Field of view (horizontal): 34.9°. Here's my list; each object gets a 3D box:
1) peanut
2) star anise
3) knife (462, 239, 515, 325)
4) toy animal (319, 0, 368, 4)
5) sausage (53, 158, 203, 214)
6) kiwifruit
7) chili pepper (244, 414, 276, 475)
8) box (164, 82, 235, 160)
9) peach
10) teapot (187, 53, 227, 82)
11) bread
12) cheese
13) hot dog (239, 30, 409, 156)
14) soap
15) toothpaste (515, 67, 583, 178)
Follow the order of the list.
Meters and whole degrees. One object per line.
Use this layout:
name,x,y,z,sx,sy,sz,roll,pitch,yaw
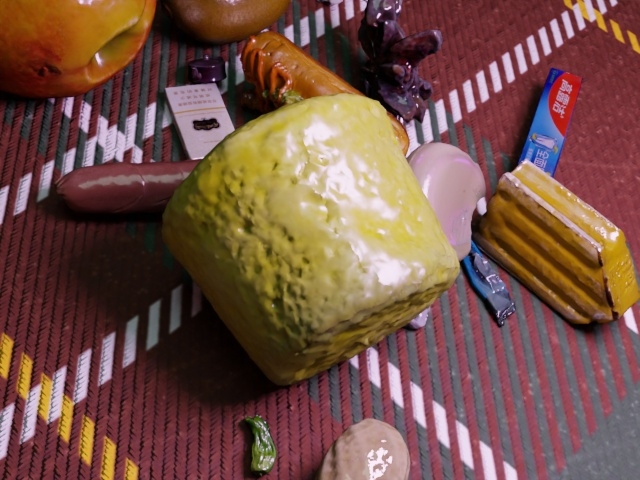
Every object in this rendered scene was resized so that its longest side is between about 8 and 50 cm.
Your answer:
peanut,0.048,0.339,1.229,0.124,0.123,0.256,10,55,-5
star anise,0.125,-0.299,1.710,0.129,0.212,0.282,-16,48,-8
knife,0.221,0.009,1.586,0.044,0.026,0.296,-23,59,-14
toy animal,0.048,-0.491,1.922,0.124,0.071,0.085,-19,57,-25
sausage,-0.177,-0.086,1.529,0.433,0.088,0.087,-5,53,-10
kiwifruit,-0.168,-0.439,1.759,0.234,0.196,0.196,-24,60,-20
chili pepper,-0.077,0.264,1.314,0.034,0.030,0.091,-16,50,7
box,-0.191,-0.190,1.657,0.090,0.024,0.167,-9,54,-20
peach,-0.440,-0.402,1.589,0.373,0.372,0.290,39,21,18
teapot,-0.190,-0.293,1.715,0.068,0.045,0.100,10,25,22
bread,0.000,0.000,1.350,0.348,0.348,0.307,-27,71,-29
cheese,0.165,-0.005,1.520,0.163,0.082,0.286,27,68,-36
hot dog,-0.003,-0.197,1.623,0.349,0.158,0.117,39,73,19
soap,0.362,0.016,1.524,0.257,0.160,0.080,41,53,19
toothpaste,0.379,-0.165,1.727,0.066,0.076,0.320,19,49,7
